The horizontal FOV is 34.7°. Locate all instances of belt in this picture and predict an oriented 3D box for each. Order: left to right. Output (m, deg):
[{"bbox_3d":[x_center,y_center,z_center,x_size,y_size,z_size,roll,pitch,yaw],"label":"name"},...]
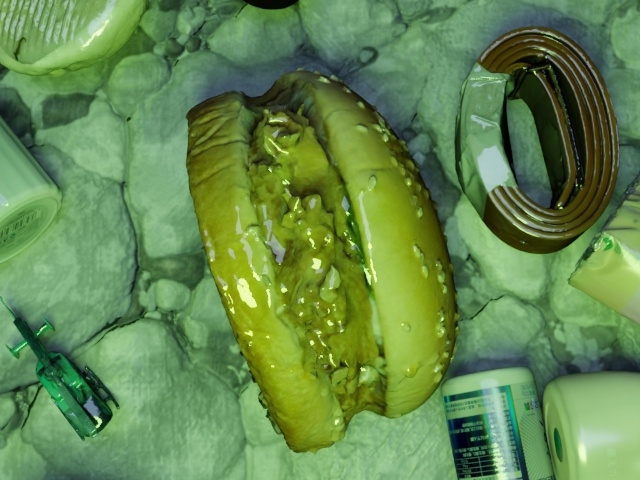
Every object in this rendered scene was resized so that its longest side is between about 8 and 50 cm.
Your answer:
[{"bbox_3d":[0.252,-0.117,1.219,0.184,0.105,0.261,-12,79,0],"label":"belt"}]

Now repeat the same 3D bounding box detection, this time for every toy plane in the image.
[{"bbox_3d":[-0.313,0.159,1.215,0.060,0.096,0.235,-42,59,-7],"label":"toy plane"}]

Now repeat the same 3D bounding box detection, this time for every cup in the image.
[{"bbox_3d":[-0.442,-0.067,1.265,0.202,0.221,0.167,46,51,10],"label":"cup"}]

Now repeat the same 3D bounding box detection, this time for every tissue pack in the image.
[{"bbox_3d":[0.426,0.037,1.115,0.257,0.123,0.215,31,42,14],"label":"tissue pack"}]

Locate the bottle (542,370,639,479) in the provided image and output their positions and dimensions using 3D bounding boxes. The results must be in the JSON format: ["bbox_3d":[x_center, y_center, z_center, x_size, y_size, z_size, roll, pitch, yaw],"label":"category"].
[{"bbox_3d":[0.372,0.208,1.112,0.237,0.147,0.147,-7,77,1],"label":"bottle"}]

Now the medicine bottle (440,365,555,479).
[{"bbox_3d":[0.201,0.241,1.137,0.107,0.107,0.191,-10,79,3],"label":"medicine bottle"}]

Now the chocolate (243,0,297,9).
[{"bbox_3d":[-0.068,-0.366,1.295,0.124,0.127,0.133,-3,61,14],"label":"chocolate"}]

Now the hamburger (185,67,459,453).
[{"bbox_3d":[0.000,0.000,1.126,0.268,0.287,0.445,-16,81,-1],"label":"hamburger"}]

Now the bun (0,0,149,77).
[{"bbox_3d":[-0.320,-0.304,1.307,0.237,0.116,0.209,4,80,21],"label":"bun"}]
